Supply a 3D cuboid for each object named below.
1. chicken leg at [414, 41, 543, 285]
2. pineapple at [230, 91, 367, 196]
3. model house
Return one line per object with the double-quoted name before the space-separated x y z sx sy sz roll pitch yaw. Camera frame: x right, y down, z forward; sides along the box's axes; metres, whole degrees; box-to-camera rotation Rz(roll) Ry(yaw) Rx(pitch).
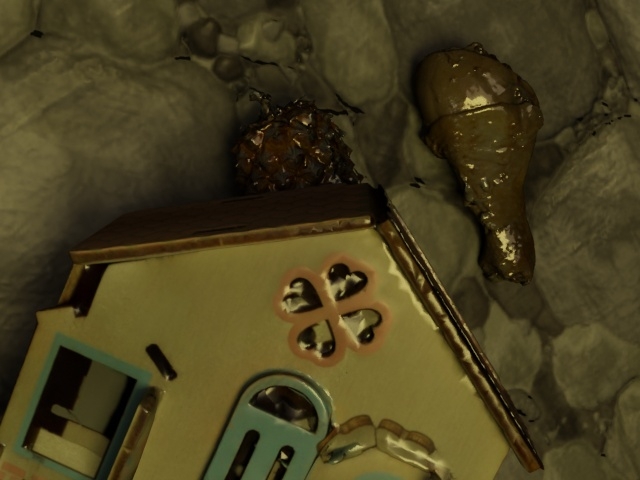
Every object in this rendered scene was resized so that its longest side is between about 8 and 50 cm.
"chicken leg" 0.131 -0.053 0.679 0.085 0.069 0.198 -22 107 -18
"pineapple" 0.001 0.000 0.614 0.083 0.103 0.221 -20 103 15
"model house" -0.004 0.090 0.504 0.326 0.169 0.244 25 100 0
